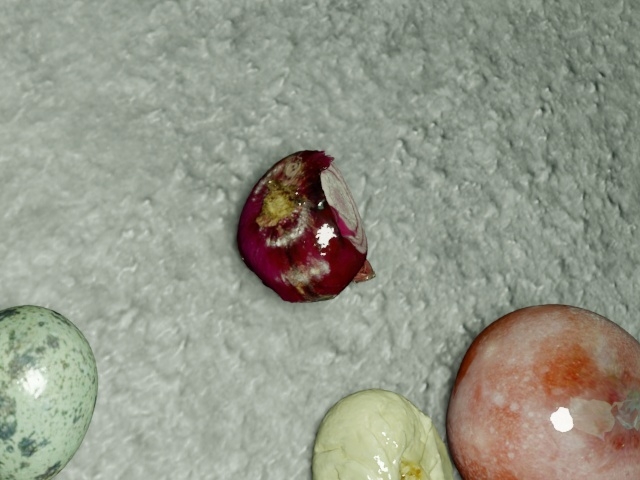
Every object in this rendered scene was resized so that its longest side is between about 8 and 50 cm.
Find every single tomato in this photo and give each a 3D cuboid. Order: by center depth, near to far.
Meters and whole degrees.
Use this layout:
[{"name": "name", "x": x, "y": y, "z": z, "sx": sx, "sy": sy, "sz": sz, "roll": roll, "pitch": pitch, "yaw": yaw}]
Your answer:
[{"name": "tomato", "x": 0.288, "y": 0.206, "z": 1.292, "sx": 0.270, "sy": 0.227, "sz": 0.270, "roll": 8, "pitch": 71, "yaw": -26}]

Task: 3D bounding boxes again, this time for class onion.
[{"name": "onion", "x": -0.015, "y": 0.004, "z": 1.258, "sx": 0.198, "sy": 0.135, "sz": 0.173, "roll": 56, "pitch": 23, "yaw": -50}]

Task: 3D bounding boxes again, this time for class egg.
[{"name": "egg", "x": -0.276, "y": 0.146, "z": 1.038, "sx": 0.132, "sy": 0.132, "sz": 0.172, "roll": 4, "pitch": 84, "yaw": -29}]

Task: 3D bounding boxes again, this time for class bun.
[{"name": "bun", "x": 0.076, "y": 0.255, "z": 1.219, "sx": 0.164, "sy": 0.111, "sz": 0.188, "roll": 7, "pitch": 67, "yaw": -30}]
